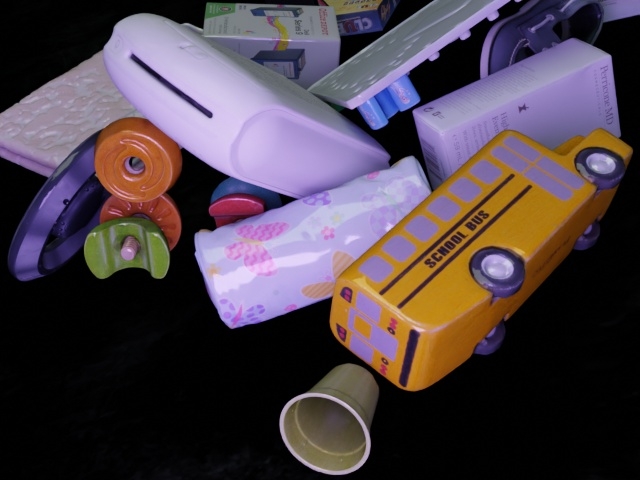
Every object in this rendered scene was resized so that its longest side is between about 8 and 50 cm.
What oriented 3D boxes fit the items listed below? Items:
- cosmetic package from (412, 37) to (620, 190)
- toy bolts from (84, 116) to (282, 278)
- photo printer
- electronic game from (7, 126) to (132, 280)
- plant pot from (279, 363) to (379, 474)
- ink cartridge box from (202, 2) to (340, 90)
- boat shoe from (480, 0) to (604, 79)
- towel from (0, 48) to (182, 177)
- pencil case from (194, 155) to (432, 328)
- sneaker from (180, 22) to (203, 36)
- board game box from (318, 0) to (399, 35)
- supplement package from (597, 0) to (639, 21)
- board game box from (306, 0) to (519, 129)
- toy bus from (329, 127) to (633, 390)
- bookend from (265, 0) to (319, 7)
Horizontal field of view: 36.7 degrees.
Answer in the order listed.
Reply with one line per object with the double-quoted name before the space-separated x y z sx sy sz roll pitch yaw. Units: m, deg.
"cosmetic package" 0.235 -0.138 1.144 0.231 0.117 0.085 -26 34 -9
"toy bolts" -0.159 -0.067 1.172 0.228 0.218 0.158 3 30 1
"photo printer" -0.088 -0.146 1.115 0.256 0.307 0.107 39 103 31
"electronic game" -0.311 -0.046 1.209 0.048 0.229 0.229 34 48 3
"plant pot" 0.017 0.151 0.859 0.083 0.083 0.079 -2 23 24
"ink cartridge box" -0.078 -0.307 1.524 0.212 0.093 0.154 2 33 -4
"boat shoe" 0.298 -0.251 1.285 0.099 0.116 0.319 -1 31 32
"towel" -0.331 -0.208 1.541 0.317 0.053 0.332 22 48 33
"pencil case" 0.000 0.000 1.048 0.273 0.113 0.124 -21 53 -2
"sneaker" -0.250 -0.333 1.699 0.228 0.092 0.087 7 41 36
"board game box" 0.014 -0.415 1.739 0.243 0.042 0.165 -2 35 24
"supplement package" 0.417 -0.488 1.441 0.198 0.263 0.199 -11 33 11
"board game box" 0.176 -0.282 1.265 0.390 0.050 0.390 -35 13 -1
"toy bus" 0.166 0.001 0.936 0.130 0.108 0.332 35 57 23
"bookend" -0.080 -0.376 1.620 0.157 0.156 0.072 -14 33 9
